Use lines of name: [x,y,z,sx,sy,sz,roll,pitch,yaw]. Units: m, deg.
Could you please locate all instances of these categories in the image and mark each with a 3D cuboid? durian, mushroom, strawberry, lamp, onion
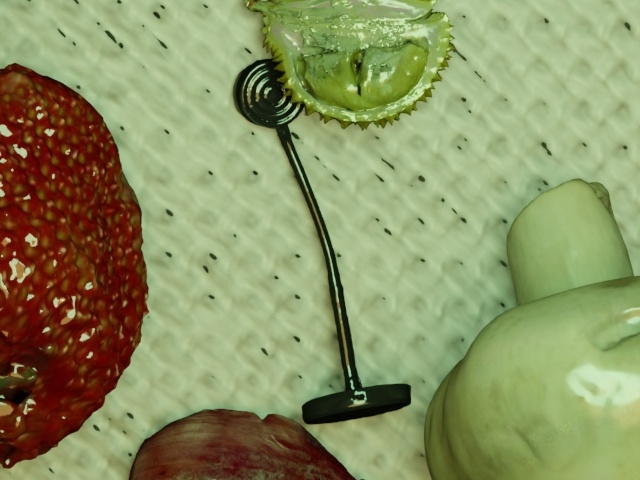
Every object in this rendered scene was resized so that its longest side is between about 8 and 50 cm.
durian: [0.016,-0.180,1.548,0.208,0.102,0.146,23,82,4]
mushroom: [0.243,0.151,1.527,0.325,0.353,0.353,-45,102,5]
strawberry: [-0.296,0.015,1.482,0.312,0.267,0.351,37,62,-37]
lamp: [0.008,0.008,1.570,0.130,0.108,0.371,-9,100,-10]
onion: [-0.054,0.285,1.605,0.283,0.120,0.227,-4,105,-7]
